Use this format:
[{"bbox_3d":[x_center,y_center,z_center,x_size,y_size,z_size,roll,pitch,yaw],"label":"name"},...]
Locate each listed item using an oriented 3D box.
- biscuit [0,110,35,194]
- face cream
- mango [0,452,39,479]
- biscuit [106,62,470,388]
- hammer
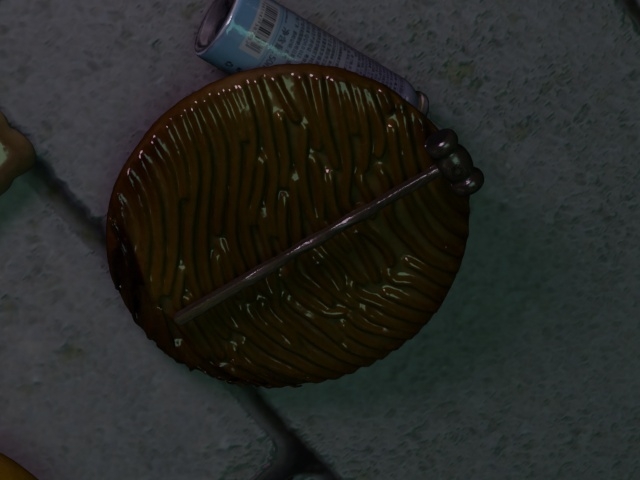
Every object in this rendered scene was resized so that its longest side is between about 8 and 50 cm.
[{"bbox_3d":[-0.410,-0.026,1.435,0.325,0.044,0.217,-45,111,0],"label":"biscuit"},{"bbox_3d":[0.006,-0.136,1.507,0.229,0.075,0.075,29,96,-22],"label":"face cream"},{"bbox_3d":[-0.363,0.277,1.473,0.317,0.173,0.211,-21,111,-17],"label":"mango"},{"bbox_3d":[-0.025,-0.004,1.514,0.317,0.040,0.318,-4,122,-7],"label":"biscuit"},{"bbox_3d":[0.000,0.000,1.484,0.292,0.029,0.058,-30,117,11],"label":"hammer"}]
